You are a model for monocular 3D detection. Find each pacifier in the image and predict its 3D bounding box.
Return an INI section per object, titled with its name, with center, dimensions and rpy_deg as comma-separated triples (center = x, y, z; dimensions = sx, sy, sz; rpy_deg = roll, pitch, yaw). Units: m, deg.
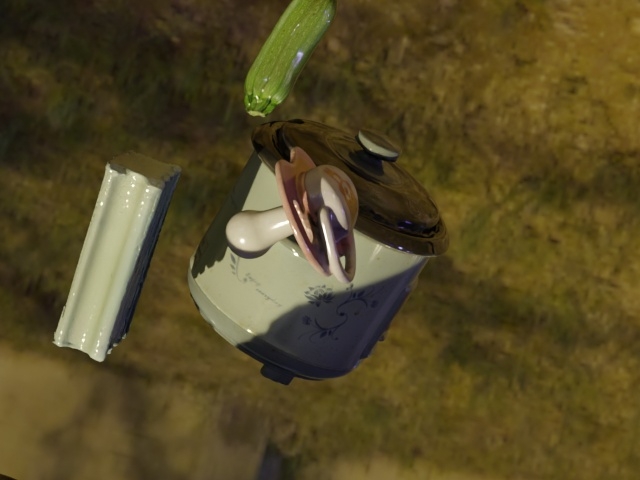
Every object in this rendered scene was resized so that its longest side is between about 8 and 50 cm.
[pacifier]
center = -0.017, -0.007, 0.690
dimensions = 0.078, 0.082, 0.099
rpy_deg = -20, -171, 13

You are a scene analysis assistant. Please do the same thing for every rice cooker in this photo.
[rice cooker]
center = 0.000, 0.000, 1.436
dimensions = 0.264, 0.317, 0.316
rpy_deg = 34, 172, 8

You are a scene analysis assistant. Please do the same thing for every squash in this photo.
[squash]
center = -0.046, -0.275, 1.747
dimensions = 0.077, 0.219, 0.068
rpy_deg = 25, 173, 38

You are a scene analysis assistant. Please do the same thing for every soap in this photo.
[soap]
center = -0.209, 0.013, 1.246
dimensions = 0.063, 0.198, 0.114
rpy_deg = 20, -169, 1

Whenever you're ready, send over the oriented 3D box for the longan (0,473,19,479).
[longan]
center = -0.207, 0.200, 0.561
dimensions = 0.246, 0.215, 0.246
rpy_deg = -27, -179, 1
